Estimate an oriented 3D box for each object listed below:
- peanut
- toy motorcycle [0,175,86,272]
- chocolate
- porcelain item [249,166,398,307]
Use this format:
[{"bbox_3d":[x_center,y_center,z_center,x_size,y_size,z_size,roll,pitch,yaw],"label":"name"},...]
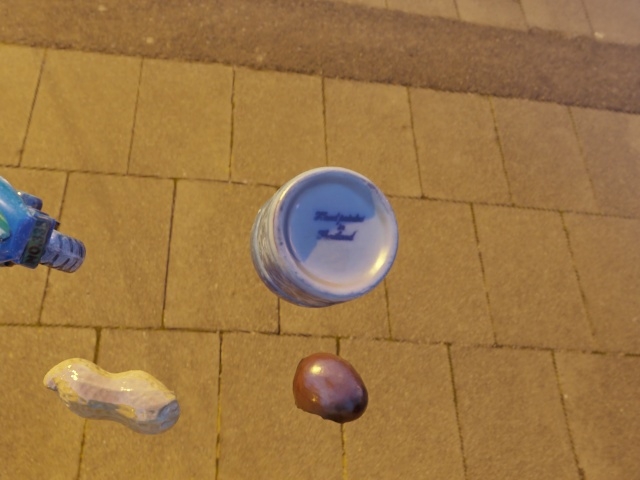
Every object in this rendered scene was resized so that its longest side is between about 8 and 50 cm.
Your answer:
[{"bbox_3d":[-0.387,0.289,1.334,0.263,0.101,0.117,12,18,1],"label":"peanut"},{"bbox_3d":[-0.237,-0.037,0.356,0.255,0.135,0.092,20,83,11],"label":"toy motorcycle"},{"bbox_3d":[0.022,0.267,1.275,0.133,0.127,0.124,7,52,17],"label":"chocolate"},{"bbox_3d":[0.000,0.000,0.789,0.147,0.114,0.147,4,79,-19],"label":"porcelain item"}]
